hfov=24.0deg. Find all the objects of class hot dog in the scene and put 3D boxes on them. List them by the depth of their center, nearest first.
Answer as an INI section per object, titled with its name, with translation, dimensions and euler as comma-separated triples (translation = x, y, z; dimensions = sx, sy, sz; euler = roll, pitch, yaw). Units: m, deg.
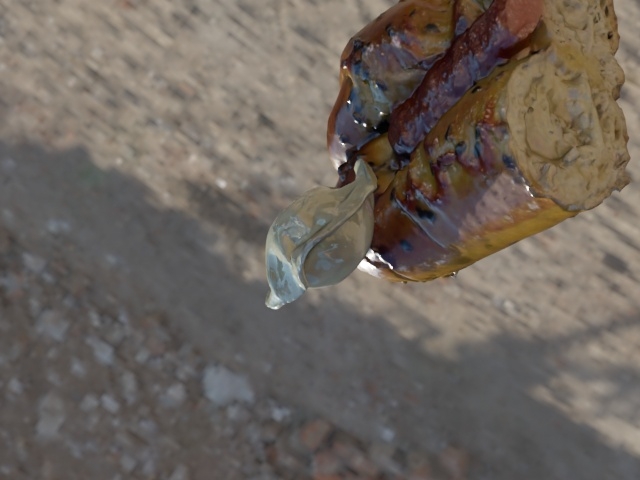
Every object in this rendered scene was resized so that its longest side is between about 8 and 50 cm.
[hot dog]
translation = 0.142, -0.136, 1.667
dimensions = 0.196, 0.367, 0.365
euler = 20, 146, -29

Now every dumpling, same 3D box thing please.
[dumpling]
translation = -0.001, 0.002, 1.538
dimensions = 0.099, 0.169, 0.134
euler = 58, -176, -6
